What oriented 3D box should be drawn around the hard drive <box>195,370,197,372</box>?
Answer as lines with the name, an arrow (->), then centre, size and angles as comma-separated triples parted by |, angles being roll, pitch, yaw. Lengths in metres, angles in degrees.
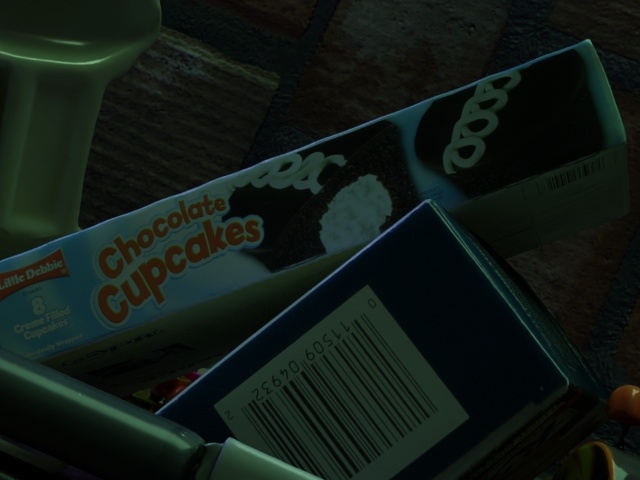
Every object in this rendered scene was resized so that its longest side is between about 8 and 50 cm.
hard drive -> -0.275, 0.032, 1.621 | 0.237, 0.064, 0.339 | 25, 0, -35

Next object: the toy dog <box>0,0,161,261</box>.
toy dog -> -0.369, -0.099, 1.329 | 0.395, 0.284, 0.408 | -5, 16, -34

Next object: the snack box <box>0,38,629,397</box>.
snack box -> 0.000, 0.000, 0.927 | 0.322, 0.060, 0.187 | -20, -12, 6

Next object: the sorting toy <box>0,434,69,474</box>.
sorting toy -> -0.231, 0.048, 0.896 | 0.196, 0.047, 0.347 | 25, -1, -33

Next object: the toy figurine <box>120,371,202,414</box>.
toy figurine -> -0.095, 0.054, 1.255 | 0.130, 0.159, 0.173 | 24, 0, 27

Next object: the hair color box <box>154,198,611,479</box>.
hair color box -> 0.047, 0.092, 0.904 | 0.105, 0.174, 0.347 | 53, 7, 13

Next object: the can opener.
can opener -> -0.079, 0.098, 0.670 | 0.283, 0.076, 0.095 | 23, -2, 5

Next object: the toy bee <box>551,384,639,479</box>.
toy bee -> 0.125, 0.146, 0.788 | 0.195, 0.162, 0.298 | 23, 0, -36
